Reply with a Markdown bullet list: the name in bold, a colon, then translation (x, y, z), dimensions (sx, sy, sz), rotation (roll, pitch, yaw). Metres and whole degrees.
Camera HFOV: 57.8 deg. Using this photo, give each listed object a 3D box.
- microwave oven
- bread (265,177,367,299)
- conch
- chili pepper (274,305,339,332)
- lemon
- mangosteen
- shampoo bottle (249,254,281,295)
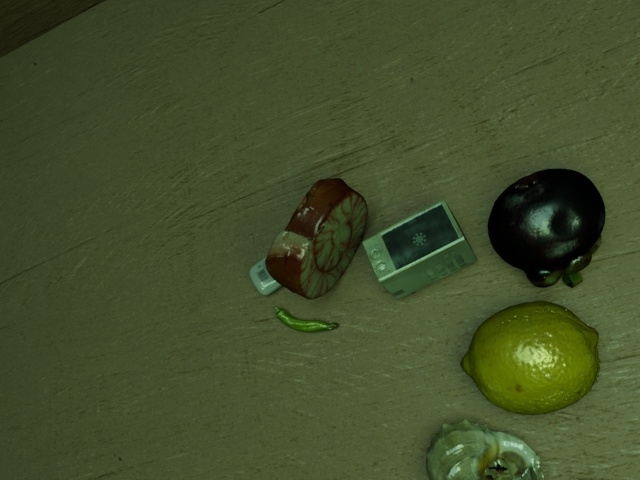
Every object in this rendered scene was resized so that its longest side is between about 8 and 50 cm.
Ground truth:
- **microwave oven**: translation (0.264, 0.027, 1.531), dimensions (0.240, 0.194, 0.145), rotation (-29, 61, 14)
- **bread**: translation (0.002, -0.001, 1.589), dimensions (0.114, 0.295, 0.327), rotation (27, 81, 28)
- **conch**: translation (0.379, 0.564, 1.331), dimensions (0.263, 0.186, 0.324), rotation (-5, 47, 9)
- **chili pepper**: translation (-0.047, 0.242, 1.689), dimensions (0.208, 0.043, 0.049), rotation (14, 56, 21)
- **lemon**: translation (0.480, 0.269, 1.332), dimensions (0.310, 0.258, 0.258), rotation (-16, 70, 15)
- **mangosteen**: translation (0.559, -0.019, 1.405), dimensions (0.275, 0.275, 0.302), rotation (-28, 102, 14)
- **shampoo bottle**: translation (-0.110, 0.070, 1.754), dimensions (0.221, 0.051, 0.108), rotation (-36, 64, 10)
